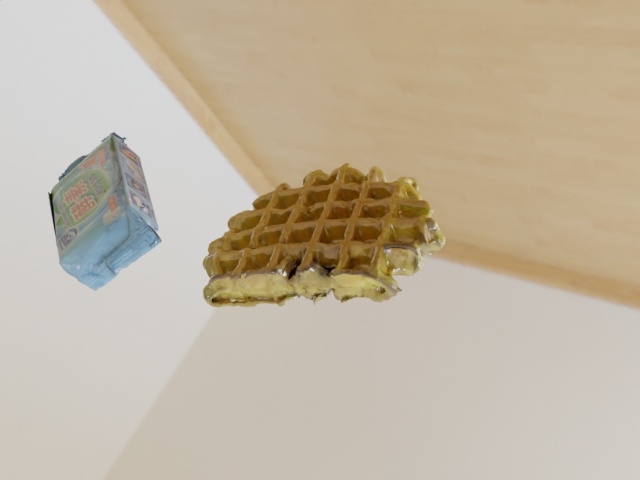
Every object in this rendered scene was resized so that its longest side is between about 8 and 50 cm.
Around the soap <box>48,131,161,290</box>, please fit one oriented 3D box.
[{"bbox_3d":[-0.344,-0.053,1.347,0.077,0.156,0.293,44,-170,-38],"label":"soap"}]

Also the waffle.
[{"bbox_3d":[-0.001,-0.001,1.047,0.283,0.309,0.065,40,158,50],"label":"waffle"}]
